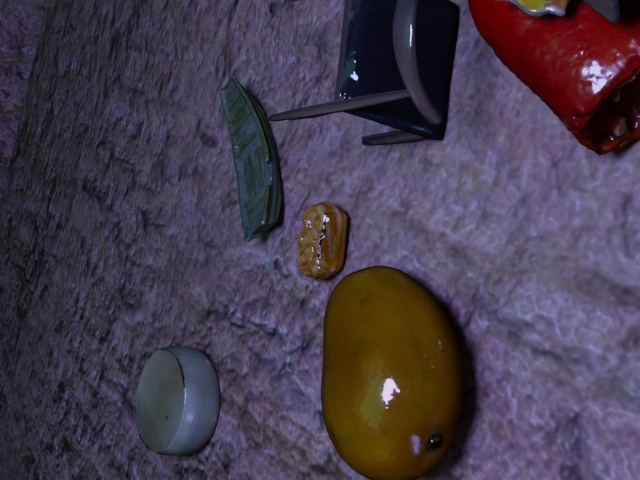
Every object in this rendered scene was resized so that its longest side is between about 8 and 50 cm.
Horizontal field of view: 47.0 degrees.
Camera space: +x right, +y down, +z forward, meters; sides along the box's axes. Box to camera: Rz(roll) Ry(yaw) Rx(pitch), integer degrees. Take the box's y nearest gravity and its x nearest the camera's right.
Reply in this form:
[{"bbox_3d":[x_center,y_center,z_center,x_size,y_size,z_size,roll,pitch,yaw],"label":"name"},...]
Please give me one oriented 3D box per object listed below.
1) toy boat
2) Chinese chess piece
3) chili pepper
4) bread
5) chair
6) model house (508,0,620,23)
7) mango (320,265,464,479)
[{"bbox_3d":[-0.109,-0.137,1.187,0.093,0.055,0.293,-40,54,43],"label":"toy boat"},{"bbox_3d":[-0.247,0.276,1.271,0.188,0.083,0.188,-17,67,48],"label":"Chinese chess piece"},{"bbox_3d":[0.209,-0.241,0.718,0.134,0.131,0.338,-56,44,35],"label":"chili pepper"},{"bbox_3d":[0.000,0.000,1.024,0.083,0.044,0.110,14,97,55],"label":"bread"},{"bbox_3d":[0.083,-0.212,0.854,0.272,0.166,0.188,4,86,58],"label":"chair"},{"bbox_3d":[0.204,-0.364,0.544,0.313,0.242,0.357,9,81,25],"label":"model house"},{"bbox_3d":[0.076,0.136,0.818,0.175,0.139,0.254,-31,53,38],"label":"mango"}]
